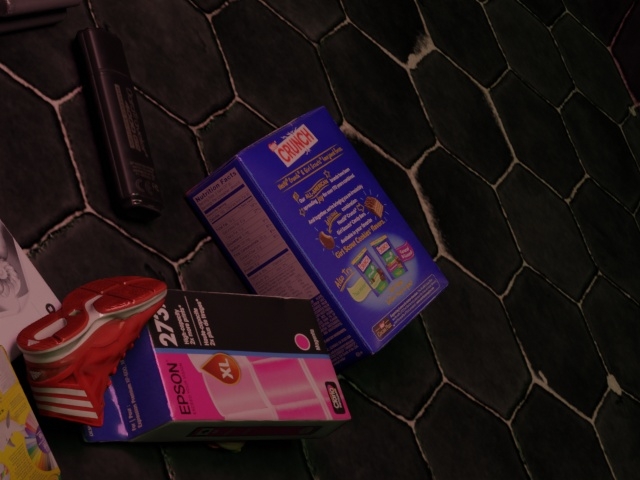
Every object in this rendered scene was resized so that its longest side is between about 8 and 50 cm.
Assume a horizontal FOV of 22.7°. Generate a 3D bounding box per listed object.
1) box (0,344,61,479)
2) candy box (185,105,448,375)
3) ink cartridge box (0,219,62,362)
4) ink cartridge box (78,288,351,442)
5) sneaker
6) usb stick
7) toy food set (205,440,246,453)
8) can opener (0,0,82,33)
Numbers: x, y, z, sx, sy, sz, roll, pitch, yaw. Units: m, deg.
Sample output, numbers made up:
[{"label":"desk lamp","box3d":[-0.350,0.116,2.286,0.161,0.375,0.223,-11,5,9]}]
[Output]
[{"label":"box","box3d":[-0.323,0.208,1.595,0.179,0.043,0.105,68,29,-17]},{"label":"candy box","box3d":[0.000,0.000,2.174,0.317,0.122,0.268,56,33,-1]},{"label":"ink cartridge box","box3d":[-0.397,0.044,1.680,0.224,0.045,0.223,53,33,-4]},{"label":"ink cartridge box","box3d":[-0.136,0.148,1.885,0.371,0.069,0.175,4,57,-42]},{"label":"sneaker","box3d":[-0.248,0.126,1.754,0.221,0.087,0.128,-28,123,-49]},{"label":"usb stick","box3d":[-0.259,-0.153,2.041,0.077,0.045,0.278,20,46,-53]},{"label":"toy food set","box3d":[-0.120,0.217,1.916,0.083,0.020,0.082,29,41,-37]},{"label":"can opener","box3d":[-0.402,-0.299,1.953,0.280,0.074,0.093,-17,75,-57]}]
